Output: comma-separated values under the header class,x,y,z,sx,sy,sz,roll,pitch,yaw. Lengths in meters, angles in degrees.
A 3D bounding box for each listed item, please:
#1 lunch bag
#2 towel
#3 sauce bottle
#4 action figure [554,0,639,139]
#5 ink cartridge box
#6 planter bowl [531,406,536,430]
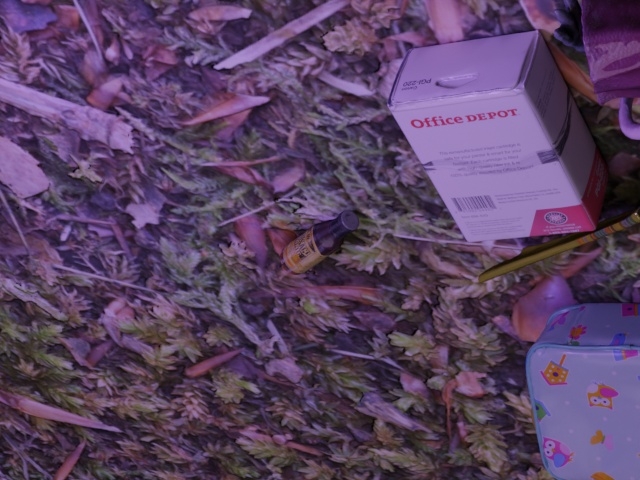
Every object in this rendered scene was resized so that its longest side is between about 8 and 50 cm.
class,x,y,z,sx,sy,sz,roll,pitch,yaw
lunch bag,0.381,0.187,2.246,0.279,0.108,0.224,0,121,24
towel,0.284,-0.006,2.109,0.237,0.102,0.021,-24,87,44
sauce bottle,0.000,0.000,2.291,0.042,0.042,0.128,34,139,-16
action figure,0.407,-0.169,1.715,0.370,0.248,0.275,5,141,24
ink cartridge box,0.189,-0.106,2.025,0.158,0.092,0.218,-5,137,30
planter bowl,0.360,0.270,2.415,0.217,0.090,0.217,13,143,10
